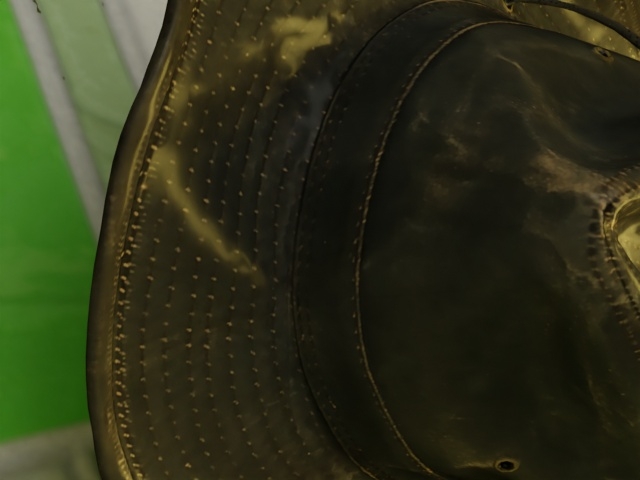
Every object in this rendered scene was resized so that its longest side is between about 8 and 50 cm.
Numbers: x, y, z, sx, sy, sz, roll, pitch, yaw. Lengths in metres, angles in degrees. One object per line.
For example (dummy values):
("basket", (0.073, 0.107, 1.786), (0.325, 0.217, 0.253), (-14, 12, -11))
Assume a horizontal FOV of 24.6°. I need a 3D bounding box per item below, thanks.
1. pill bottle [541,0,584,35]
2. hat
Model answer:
("pill bottle", (0.137, -0.156, 0.716), (0.272, 0.152, 0.152), (-33, 84, -39))
("hat", (0.083, 0.013, 0.501), (0.331, 0.134, 0.331), (-13, 108, -46))
